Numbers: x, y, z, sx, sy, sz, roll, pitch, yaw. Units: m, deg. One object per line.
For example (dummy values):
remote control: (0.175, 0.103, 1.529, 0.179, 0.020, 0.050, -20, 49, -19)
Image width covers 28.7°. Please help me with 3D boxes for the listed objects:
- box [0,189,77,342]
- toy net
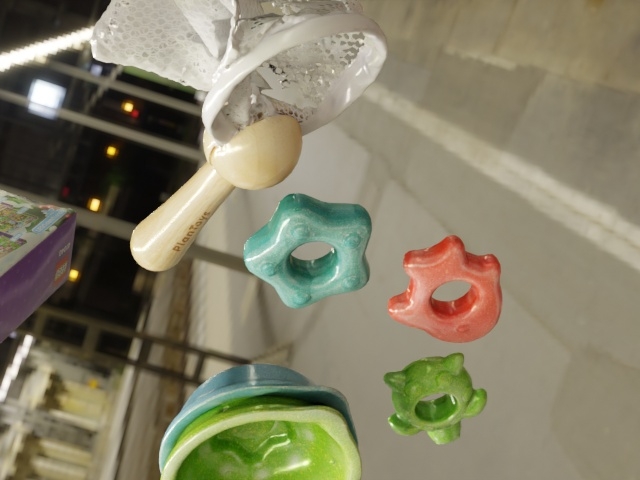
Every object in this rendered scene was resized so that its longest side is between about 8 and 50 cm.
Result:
box: (-0.293, 0.031, 0.713, 0.293, 0.201, 0.057, -55, -20, -63)
toy net: (0.000, 0.000, 0.378, 0.045, 0.122, 0.232, -101, 5, -51)
